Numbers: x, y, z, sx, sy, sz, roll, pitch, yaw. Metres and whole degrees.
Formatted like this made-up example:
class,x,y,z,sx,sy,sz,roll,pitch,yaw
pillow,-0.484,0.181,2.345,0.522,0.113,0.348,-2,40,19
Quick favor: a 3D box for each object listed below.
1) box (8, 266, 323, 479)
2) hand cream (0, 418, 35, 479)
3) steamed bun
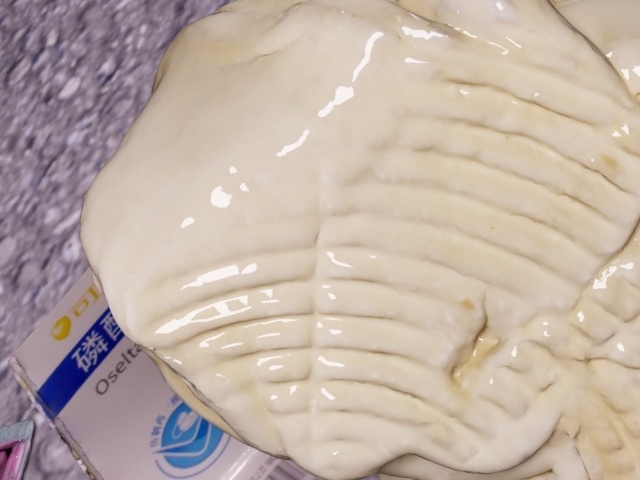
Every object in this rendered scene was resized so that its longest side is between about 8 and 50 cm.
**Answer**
class,x,y,z,sx,sy,sz,roll,pitch,yaw
box,0.000,0.000,0.999,0.343,0.065,0.200,-49,42,1
hand cream,-0.227,0.226,1.055,0.079,0.050,0.275,3,55,14
steamed bun,0.061,-0.009,0.812,0.289,0.276,0.203,-25,22,4
